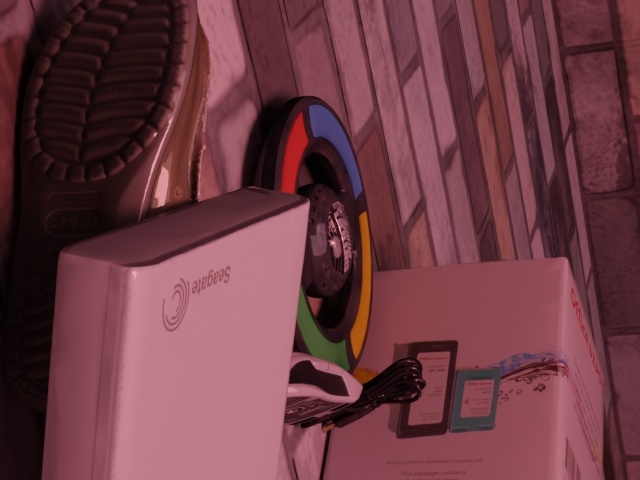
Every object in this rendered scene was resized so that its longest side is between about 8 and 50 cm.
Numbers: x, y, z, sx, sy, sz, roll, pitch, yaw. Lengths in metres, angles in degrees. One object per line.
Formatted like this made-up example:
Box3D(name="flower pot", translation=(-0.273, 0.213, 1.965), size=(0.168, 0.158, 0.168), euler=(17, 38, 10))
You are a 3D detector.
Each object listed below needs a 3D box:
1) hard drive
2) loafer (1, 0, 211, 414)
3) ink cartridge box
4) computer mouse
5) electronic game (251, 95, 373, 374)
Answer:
Box3D(name="hard drive", translation=(-0.078, 0.161, 0.759), size=(0.233, 0.047, 0.353), euler=(-27, 124, -69))
Box3D(name="loafer", translation=(-0.111, -0.023, 0.793), size=(0.087, 0.094, 0.251), euler=(47, 51, -66))
Box3D(name="ink cartridge box", translation=(0.131, 0.182, 1.256), size=(0.198, 0.197, 0.270), euler=(63, 29, -46))
Box3D(name="computer mouse", translation=(-0.007, 0.105, 1.054), size=(0.193, 0.106, 0.042), euler=(18, 54, -61))
Box3D(name="electronic game", translation=(0.000, 0.000, 1.154), size=(0.229, 0.048, 0.229), euler=(-4, 90, -71))
